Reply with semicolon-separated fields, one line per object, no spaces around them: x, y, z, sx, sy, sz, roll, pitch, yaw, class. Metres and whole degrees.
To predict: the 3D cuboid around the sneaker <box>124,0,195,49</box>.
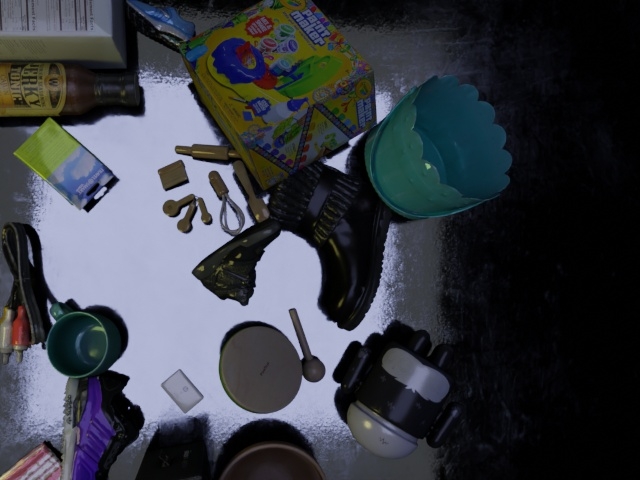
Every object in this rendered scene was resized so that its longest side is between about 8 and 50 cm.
-0.345;-0.477;1.393;0.162;0.063;0.073;28;67;-11;sneaker

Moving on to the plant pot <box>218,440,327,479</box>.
-0.104;0.533;1.364;0.238;0.110;0.237;0;87;-8;plant pot

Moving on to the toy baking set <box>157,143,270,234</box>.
-0.226;-0.110;1.375;0.257;0.030;0.196;2;83;10;toy baking set

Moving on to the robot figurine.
0.175;0.328;1.383;0.174;0.209;0.278;38;81;-43;robot figurine

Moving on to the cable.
-0.613;0.105;1.297;0.072;0.140;0.287;-7;93;-46;cable

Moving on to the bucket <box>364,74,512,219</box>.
0.238;-0.181;1.352;0.281;0.183;0.281;13;66;-31;bucket

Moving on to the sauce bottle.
-0.551;-0.311;1.323;0.345;0.111;0.111;-4;89;-9;sauce bottle

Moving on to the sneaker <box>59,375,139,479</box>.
-0.443;0.420;1.313;0.146;0.102;0.293;0;82;-13;sneaker

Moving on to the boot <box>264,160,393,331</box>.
-0.001;0.000;1.380;0.260;0.131;0.347;16;75;-14;boot

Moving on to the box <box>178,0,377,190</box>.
-0.082;-0.311;1.304;0.279;0.177;0.290;-32;64;-9;box

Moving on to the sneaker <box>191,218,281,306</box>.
-0.150;0.050;1.359;0.228;0.087;0.130;-35;102;19;sneaker

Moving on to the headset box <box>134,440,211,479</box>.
-0.276;0.554;1.269;0.131;0.246;0.282;-8;90;-9;headset box

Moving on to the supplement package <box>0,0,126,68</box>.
-0.536;-0.465;1.284;0.263;0.199;0.197;-3;88;-9;supplement package

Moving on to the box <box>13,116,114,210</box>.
-0.533;-0.158;1.355;0.178;0.042;0.109;42;84;-5;box

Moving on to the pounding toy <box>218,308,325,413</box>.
-0.124;0.275;1.387;0.237;0.110;0.182;-23;80;-37;pounding toy

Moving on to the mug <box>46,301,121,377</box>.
-0.476;0.199;1.320;0.130;0.097;0.157;-7;79;5;mug

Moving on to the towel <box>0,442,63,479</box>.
-0.568;0.538;1.339;0.144;0.029;0.197;-40;94;-10;towel

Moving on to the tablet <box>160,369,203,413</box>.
-0.298;0.326;1.394;0.054;0.006;0.083;-40;94;-8;tablet
